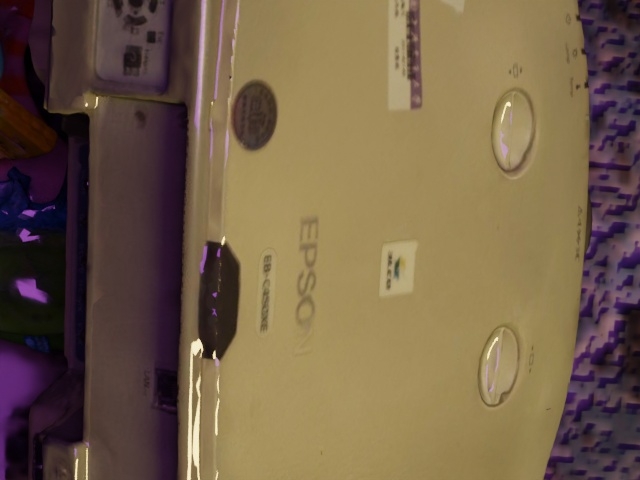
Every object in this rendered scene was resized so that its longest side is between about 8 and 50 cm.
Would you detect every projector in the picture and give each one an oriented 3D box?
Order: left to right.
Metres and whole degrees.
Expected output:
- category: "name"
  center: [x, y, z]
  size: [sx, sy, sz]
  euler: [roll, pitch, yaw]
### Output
- category: "projector"
  center: [0.000, 0.000, 0.561]
  size: [0.193, 0.088, 0.270]
  euler: [-10, 105, -53]

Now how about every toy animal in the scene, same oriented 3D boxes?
- category: "toy animal"
  center: [-0.083, -0.073, 0.583]
  size: [0.100, 0.103, 0.208]
  euler: [11, 85, 10]
